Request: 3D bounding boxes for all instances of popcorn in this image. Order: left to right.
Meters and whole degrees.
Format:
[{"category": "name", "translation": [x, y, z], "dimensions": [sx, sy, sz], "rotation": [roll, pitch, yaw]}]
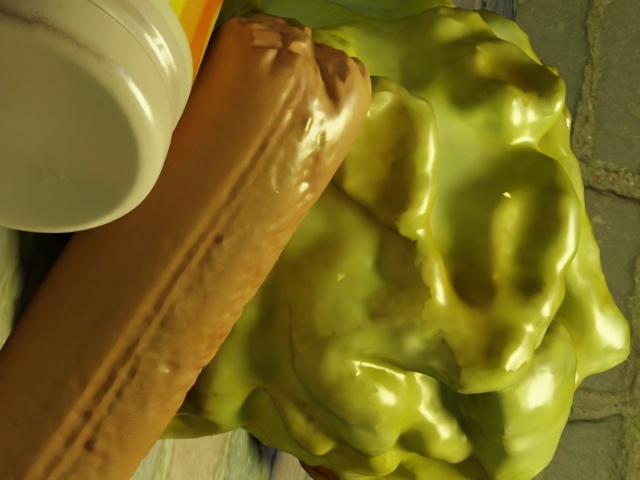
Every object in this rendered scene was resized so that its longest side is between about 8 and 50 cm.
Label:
[{"category": "popcorn", "translation": [0.017, -0.007, 0.956], "dimensions": [0.312, 0.312, 0.312], "rotation": [7, 90, -80]}]

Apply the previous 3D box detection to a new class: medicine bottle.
[{"category": "medicine bottle", "translation": [-0.099, -0.135, 0.750], "dimensions": [0.133, 0.133, 0.250], "rotation": [85, 14, -49]}]

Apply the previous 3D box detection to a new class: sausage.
[{"category": "sausage", "translation": [-0.080, 0.025, 0.803], "dimensions": [0.289, 0.086, 0.086], "rotation": [-55, 178, 17]}]

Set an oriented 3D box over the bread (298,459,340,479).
[{"category": "bread", "translation": [0.071, 0.104, 1.531], "dimensions": [0.145, 0.268, 0.268], "rotation": [27, 70, -75]}]
